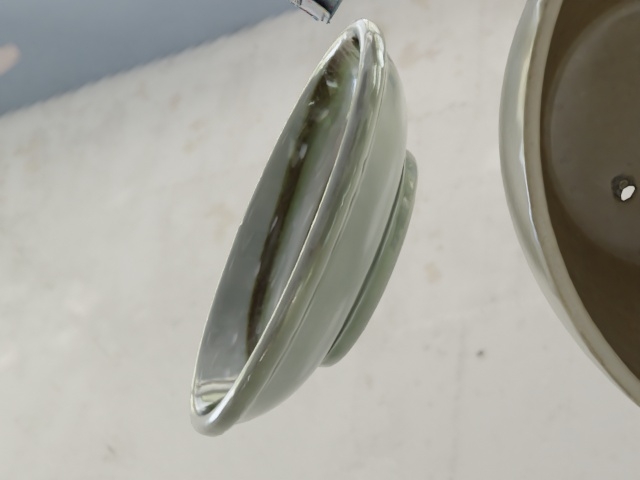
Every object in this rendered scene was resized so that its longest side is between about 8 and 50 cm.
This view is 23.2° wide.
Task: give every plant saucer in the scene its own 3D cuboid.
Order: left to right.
[{"bbox_3d":[0.000,0.000,1.407,0.400,0.101,0.400,-158,-90,-80],"label":"plant saucer"}]

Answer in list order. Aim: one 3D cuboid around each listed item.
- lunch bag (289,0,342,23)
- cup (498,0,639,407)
[{"bbox_3d":[-0.006,-0.217,1.246,0.083,0.071,0.053,-52,-177,47],"label":"lunch bag"},{"bbox_3d":[0.230,-0.059,0.815,0.331,0.331,0.237,-38,-170,-6],"label":"cup"}]
